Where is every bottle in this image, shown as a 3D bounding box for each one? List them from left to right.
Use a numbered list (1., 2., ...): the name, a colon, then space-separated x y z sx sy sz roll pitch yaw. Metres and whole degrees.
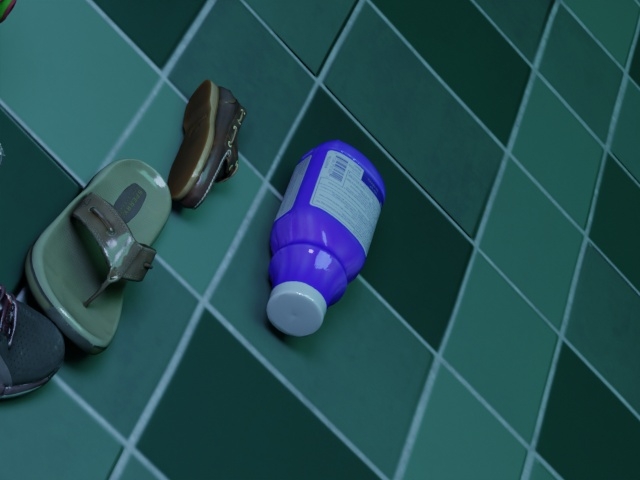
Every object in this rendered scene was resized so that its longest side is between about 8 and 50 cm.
1. bottle: 0.000 0.000 2.181 0.118 0.092 0.283 42 36 -19

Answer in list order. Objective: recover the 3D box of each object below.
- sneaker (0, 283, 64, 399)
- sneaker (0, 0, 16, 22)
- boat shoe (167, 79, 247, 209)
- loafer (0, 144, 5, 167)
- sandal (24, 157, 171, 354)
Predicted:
1. sneaker: -0.314 0.058 1.674 0.281 0.162 0.106 17 50 -43
2. sneaker: -0.417 -0.221 1.641 0.202 0.185 0.483 38 34 -2
3. boat shoe: -0.123 -0.105 2.133 0.073 0.073 0.207 38 38 -22
4. loafer: -0.374 -0.050 1.761 0.096 0.084 0.267 53 34 -4
5. sandal: -0.218 -0.003 1.915 0.120 0.086 0.303 44 35 -19
